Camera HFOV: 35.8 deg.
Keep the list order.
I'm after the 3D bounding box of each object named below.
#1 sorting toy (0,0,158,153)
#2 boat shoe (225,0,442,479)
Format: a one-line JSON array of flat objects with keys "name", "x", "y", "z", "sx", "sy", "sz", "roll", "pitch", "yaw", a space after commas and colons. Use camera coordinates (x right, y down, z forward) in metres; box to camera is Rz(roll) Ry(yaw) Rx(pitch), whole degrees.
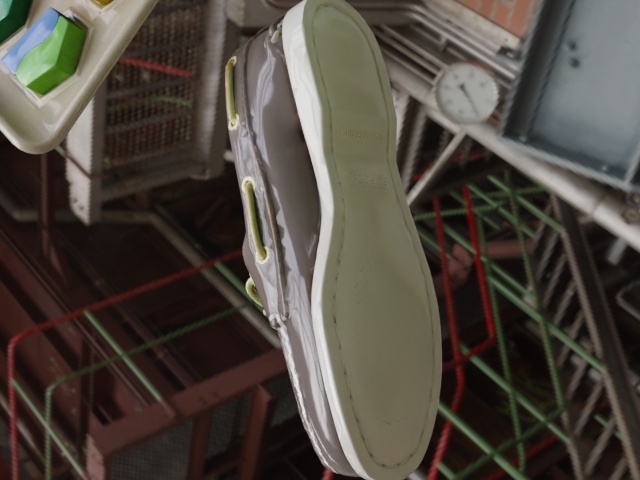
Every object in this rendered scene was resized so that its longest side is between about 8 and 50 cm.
[{"name": "sorting toy", "x": -0.194, "y": -0.187, "z": 0.730, "sx": 0.208, "sy": 0.193, "sz": 0.038, "roll": -51, "pitch": -38, "yaw": 2}, {"name": "boat shoe", "x": 0.000, "y": 0.000, "z": 0.662, "sx": 0.097, "sy": 0.324, "sz": 0.117, "roll": -19, "pitch": -16, "yaw": 38}]
